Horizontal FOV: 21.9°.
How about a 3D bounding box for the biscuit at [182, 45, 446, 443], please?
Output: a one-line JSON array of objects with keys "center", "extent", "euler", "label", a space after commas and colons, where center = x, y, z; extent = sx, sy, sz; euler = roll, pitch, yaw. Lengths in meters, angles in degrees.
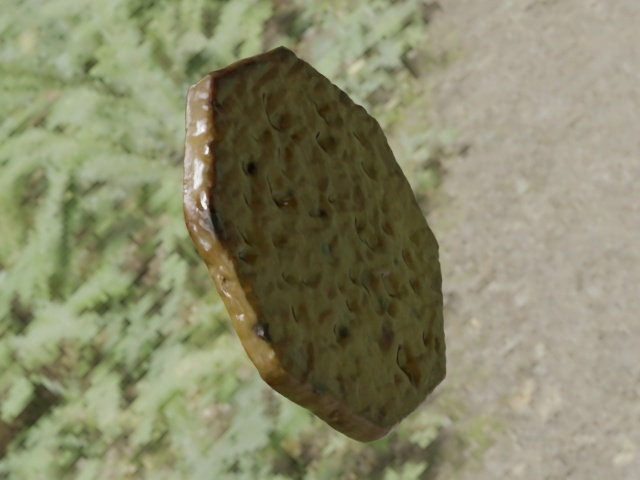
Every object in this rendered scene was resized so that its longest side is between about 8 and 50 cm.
[{"center": [-0.001, 0.000, 1.429], "extent": [0.046, 0.359, 0.359], "euler": [-23, 32, 29], "label": "biscuit"}]
